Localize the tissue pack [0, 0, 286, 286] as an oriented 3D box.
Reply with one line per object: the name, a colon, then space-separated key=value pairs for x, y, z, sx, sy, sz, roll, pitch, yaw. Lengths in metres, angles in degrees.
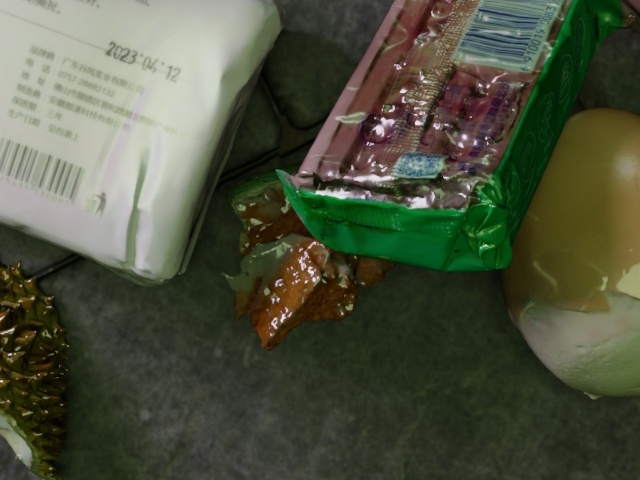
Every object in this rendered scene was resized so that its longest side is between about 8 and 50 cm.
tissue pack: x=-0.233 y=-0.140 z=1.021 sx=0.356 sy=0.194 sz=0.266 roll=22 pitch=94 yaw=-1

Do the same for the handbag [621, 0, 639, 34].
handbag: x=0.320 y=-0.218 z=0.949 sx=0.302 sy=0.283 sz=0.149 roll=43 pitch=96 yaw=-2

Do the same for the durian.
durian: x=-0.306 y=0.106 z=1.091 sx=0.252 sy=0.144 sz=0.139 roll=36 pitch=117 yaw=-6

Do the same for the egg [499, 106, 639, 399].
egg: x=0.245 y=0.011 z=1.013 sx=0.201 sy=0.201 sz=0.245 roll=-10 pitch=80 yaw=3

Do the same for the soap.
soap: x=0.112 y=-0.108 z=0.974 sx=0.217 sy=0.098 sz=0.273 roll=9 pitch=54 yaw=27

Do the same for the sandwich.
sandwich: x=0.009 y=-0.003 z=1.042 sx=0.184 sy=0.160 sz=0.109 roll=-17 pitch=110 yaw=8
